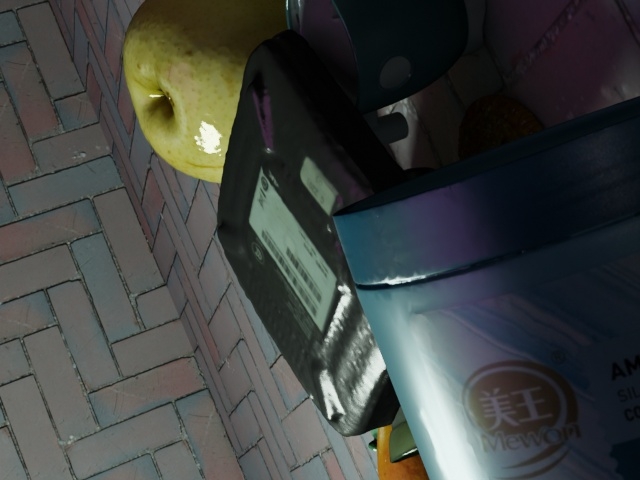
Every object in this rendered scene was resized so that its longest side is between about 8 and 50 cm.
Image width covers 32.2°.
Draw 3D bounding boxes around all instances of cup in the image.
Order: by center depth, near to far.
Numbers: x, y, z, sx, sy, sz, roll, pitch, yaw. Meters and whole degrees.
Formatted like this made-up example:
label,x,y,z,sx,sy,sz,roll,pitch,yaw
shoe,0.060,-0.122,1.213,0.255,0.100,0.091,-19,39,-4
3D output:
label,x,y,z,sx,sy,sz,roll,pitch,yaw
cup,0.075,-0.225,1.162,0.167,0.173,0.299,53,155,42

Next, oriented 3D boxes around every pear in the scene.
label,x,y,z,sx,sy,sz,roll,pitch,yaw
pear,-0.112,-0.227,1.523,0.309,0.309,0.309,55,156,38

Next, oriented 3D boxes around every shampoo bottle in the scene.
label,x,y,z,sx,sy,sz,roll,pitch,yaw
shampoo bottle,0.219,0.083,0.832,0.342,0.331,0.331,70,162,-4

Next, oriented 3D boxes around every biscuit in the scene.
label,x,y,z,sx,sy,sz,roll,pitch,yaw
biscuit,0.188,-0.088,1.218,0.126,0.025,0.206,61,159,25

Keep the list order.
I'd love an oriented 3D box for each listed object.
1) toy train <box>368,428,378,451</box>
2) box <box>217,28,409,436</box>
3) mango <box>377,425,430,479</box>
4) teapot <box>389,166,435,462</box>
label,x,y,z,sx,sy,sz,roll,pitch,yaw
toy train,0.139,0.296,1.628,0.178,0.105,0.071,-149,59,-63
box,0.000,0.000,1.182,0.359,0.091,0.350,56,152,27
mango,0.155,0.278,1.468,0.138,0.187,0.257,-52,48,46
teapot,0.092,0.088,1.350,0.200,0.270,0.337,4,-119,-60
